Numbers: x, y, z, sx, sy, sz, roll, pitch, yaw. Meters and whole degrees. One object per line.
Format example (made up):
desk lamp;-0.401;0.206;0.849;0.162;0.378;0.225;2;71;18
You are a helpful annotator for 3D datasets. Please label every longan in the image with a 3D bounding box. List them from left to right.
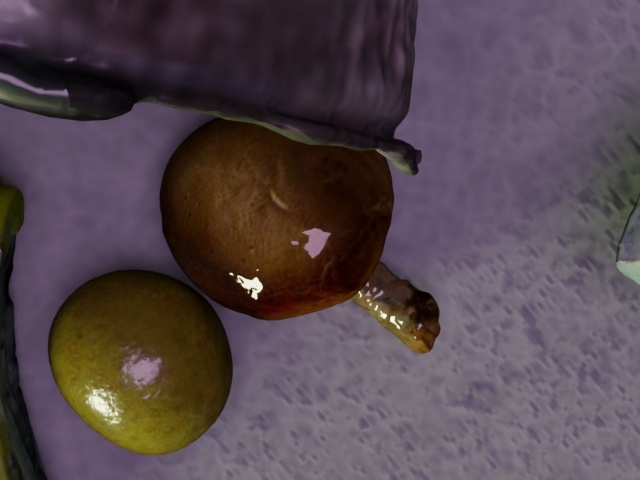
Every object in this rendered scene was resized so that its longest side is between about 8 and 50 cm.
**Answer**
longan;-0.073;0.050;0.649;0.075;0.075;0.083;32;139;-11

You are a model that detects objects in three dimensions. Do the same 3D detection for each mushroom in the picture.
mushroom;0.002;-0.001;0.640;0.129;0.073;0.088;35;78;-12

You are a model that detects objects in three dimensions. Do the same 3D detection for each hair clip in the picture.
hair clip;-0.123;0.049;0.646;0.033;0.060;0.188;-6;108;1

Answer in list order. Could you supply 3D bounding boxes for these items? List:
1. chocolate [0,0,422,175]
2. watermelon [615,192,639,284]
chocolate;-0.090;-0.151;0.494;0.303;0.303;0.213;11;95;-8
watermelon;0.285;-0.012;0.627;0.260;0.176;0.256;33;105;-34
